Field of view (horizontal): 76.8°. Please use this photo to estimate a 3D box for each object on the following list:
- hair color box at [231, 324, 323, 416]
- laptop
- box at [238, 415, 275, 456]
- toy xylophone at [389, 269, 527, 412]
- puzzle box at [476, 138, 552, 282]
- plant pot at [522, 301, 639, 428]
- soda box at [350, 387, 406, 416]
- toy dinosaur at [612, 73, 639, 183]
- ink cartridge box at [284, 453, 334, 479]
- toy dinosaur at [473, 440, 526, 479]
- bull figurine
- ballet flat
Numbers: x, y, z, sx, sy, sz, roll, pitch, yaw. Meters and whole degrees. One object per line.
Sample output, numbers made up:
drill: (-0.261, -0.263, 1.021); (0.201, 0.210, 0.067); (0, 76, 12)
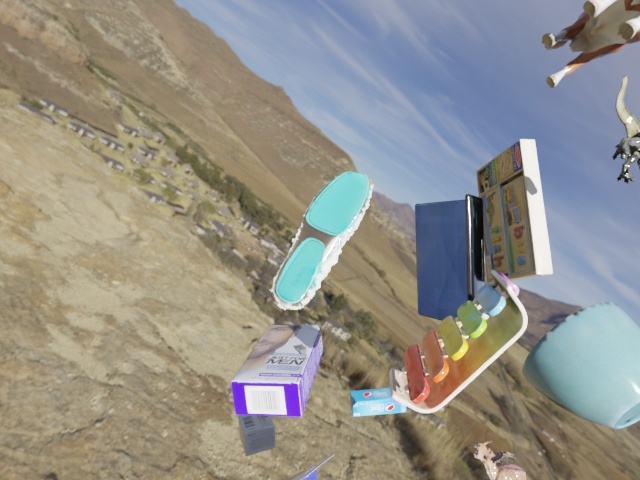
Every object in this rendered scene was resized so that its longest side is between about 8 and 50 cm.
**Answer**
hair color box: (-0.110, 0.365, 1.189); (0.184, 0.110, 0.339); (-2, 11, 10)
laptop: (0.341, 0.075, 1.155); (0.236, 0.383, 0.407); (-2, 2, 27)
box: (-0.207, 0.617, 1.308); (0.101, 0.087, 0.101); (-5, 14, -22)
toy xylophone: (0.266, 0.199, 0.807); (0.081, 0.323, 0.236); (41, 5, 0)
puzzle box: (0.604, -0.078, 1.291); (0.052, 0.410, 0.272); (0, -12, -8)
plant pot: (0.675, 0.321, 0.965); (0.290, 0.290, 0.196); (31, 19, -36)
soda box: (0.221, 0.619, 1.554); (0.209, 0.068, 0.071); (-2, 16, -5)
toy dinosaur: (0.644, -0.193, 0.819); (0.268, 0.118, 0.064); (37, -4, -20)
ink cartridge box: (-0.134, 0.659, 1.003); (0.069, 0.370, 0.175); (59, 13, 22)
toy dinosaur: (0.754, 0.940, 1.625); (0.295, 0.201, 0.127); (26, -18, -23)
bull figurine: (0.452, -0.341, 0.574); (0.101, 0.188, 0.310); (59, 2, 4)
ballet flat: (0.000, 0.000, 1.078); (0.146, 0.409, 0.147); (32, -10, 6)
